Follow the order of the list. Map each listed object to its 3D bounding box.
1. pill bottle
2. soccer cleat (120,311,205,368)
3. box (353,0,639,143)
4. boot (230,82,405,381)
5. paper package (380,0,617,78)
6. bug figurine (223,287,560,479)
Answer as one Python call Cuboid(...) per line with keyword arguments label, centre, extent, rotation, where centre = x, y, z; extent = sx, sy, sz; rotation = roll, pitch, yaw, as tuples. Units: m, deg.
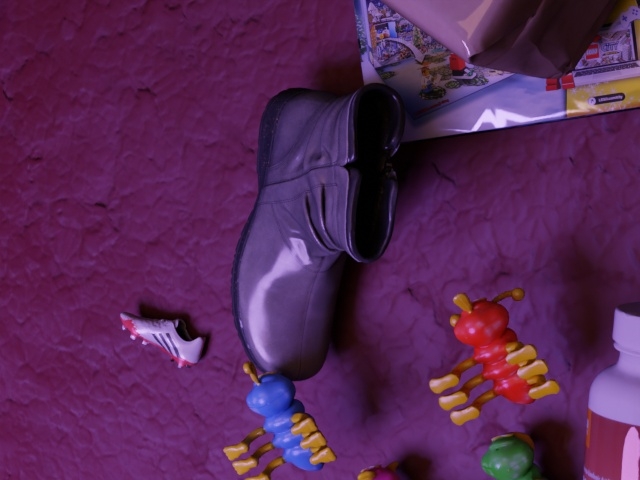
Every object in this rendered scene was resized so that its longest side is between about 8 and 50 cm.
Cuboid(label="pill bottle", centre=(0.245, 0.156, 1.122), extent=(0.121, 0.121, 0.216), rotation=(6, 97, 29))
Cuboid(label="soccer cleat", centre=(-0.136, 0.079, 1.386), extent=(0.083, 0.029, 0.035), rotation=(32, 101, 20))
Cuboid(label="box", centre=(0.138, -0.163, 1.194), extent=(0.233, 0.044, 0.159), rotation=(-6, 91, 30))
Cuboid(label="boot", centre=(0.000, 0.000, 1.223), extent=(0.161, 0.083, 0.246), rotation=(-162, 74, -65))
Cuboid(label="paper package", centre=(0.100, -0.314, 1.094), extent=(0.325, 0.168, 0.309), rotation=(40, 105, 27))
Cuboid(label="bug figurine", centre=(0.075, 0.154, 1.224), extent=(0.279, 0.072, 0.216), rotation=(-20, 107, 28))
